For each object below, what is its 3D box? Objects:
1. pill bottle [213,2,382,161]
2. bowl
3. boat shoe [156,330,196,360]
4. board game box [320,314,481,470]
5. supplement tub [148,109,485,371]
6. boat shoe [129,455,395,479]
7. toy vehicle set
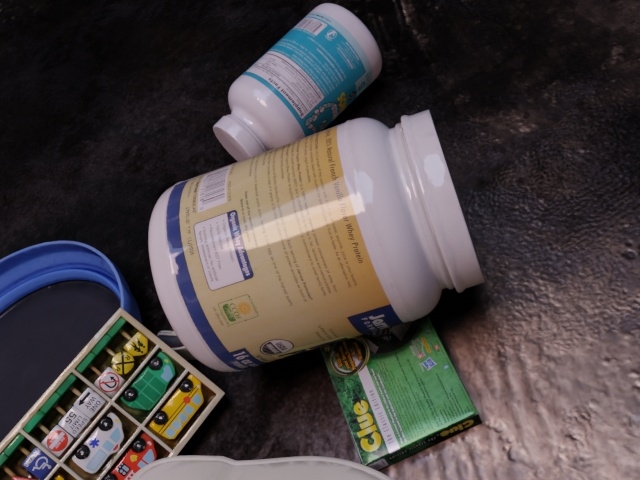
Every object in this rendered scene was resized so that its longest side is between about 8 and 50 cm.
[{"bbox_3d":[-0.040,-0.228,1.041,0.264,0.146,0.146,-46,49,-12],"label":"pill bottle"},{"bbox_3d":[-0.425,0.179,0.954,0.391,0.077,0.391,-13,50,17],"label":"bowl"},{"bbox_3d":[-0.162,0.133,0.885,0.137,0.049,0.043,-11,48,24],"label":"boat shoe"},{"bbox_3d":[0.070,0.124,0.791,0.136,0.030,0.260,-25,48,3],"label":"board game box"},{"bbox_3d":[0.000,0.000,0.748,0.316,0.228,0.228,-18,49,13],"label":"supplement tub"},{"bbox_3d":[-0.046,0.291,0.689,0.319,0.099,0.116,-1,18,18],"label":"boat shoe"},{"bbox_3d":[-0.259,0.234,0.792,0.166,0.035,0.267,38,73,0],"label":"toy vehicle set"}]
